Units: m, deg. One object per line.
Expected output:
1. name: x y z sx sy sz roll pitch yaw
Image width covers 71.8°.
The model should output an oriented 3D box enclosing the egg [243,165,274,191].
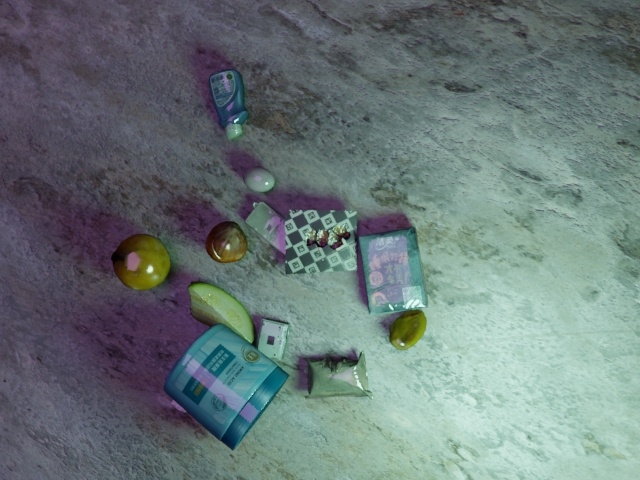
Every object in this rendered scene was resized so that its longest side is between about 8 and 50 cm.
1. egg: -0.254 -0.253 1.827 0.135 0.103 0.103 18 89 10

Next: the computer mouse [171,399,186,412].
1. computer mouse: -0.535 0.612 1.833 0.102 0.045 0.198 30 84 4

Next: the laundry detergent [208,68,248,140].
1. laundry detergent: -0.385 -0.575 1.889 0.144 0.094 0.289 -11 86 3

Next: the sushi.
1. sushi: 0.000 0.000 1.774 0.290 0.050 0.263 -2 101 -1

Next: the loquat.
1. loquat: -0.736 0.091 1.823 0.235 0.235 0.234 -1 85 10

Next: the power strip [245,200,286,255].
1. power strip: -0.191 -0.049 1.828 0.270 0.046 0.118 39 96 9

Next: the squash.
1. squash: -0.383 0.273 1.795 0.289 0.111 0.203 18 129 15

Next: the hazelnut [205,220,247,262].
1. hazelnut: -0.373 0.012 1.799 0.182 0.182 0.181 -1 85 10

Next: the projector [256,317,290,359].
1. projector: -0.192 0.398 1.785 0.115 0.061 0.147 10 88 9

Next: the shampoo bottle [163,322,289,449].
1. shampoo bottle: -0.350 0.536 1.662 0.343 0.331 0.331 36 92 10

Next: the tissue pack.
1. tissue pack: 0.278 0.117 1.702 0.228 0.103 0.315 -9 85 8

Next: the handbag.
1. handbag: 0.062 0.521 1.705 0.271 0.117 0.182 -5 76 11

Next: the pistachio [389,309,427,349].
1. pistachio: 0.331 0.343 1.676 0.189 0.100 0.110 -45 111 -29
